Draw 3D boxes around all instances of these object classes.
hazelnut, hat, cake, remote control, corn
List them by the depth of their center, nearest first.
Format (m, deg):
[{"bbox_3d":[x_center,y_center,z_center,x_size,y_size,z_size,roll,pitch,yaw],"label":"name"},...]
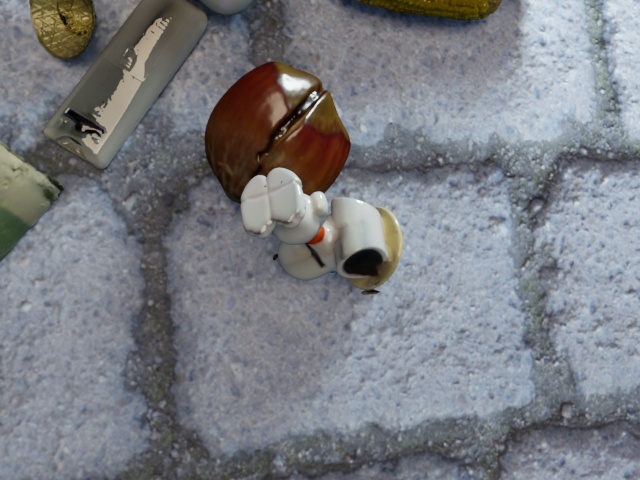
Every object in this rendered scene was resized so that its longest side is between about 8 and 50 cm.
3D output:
[{"bbox_3d":[-0.541,-0.115,0.624,0.284,0.172,0.158,36,77,-2],"label":"cake"},{"bbox_3d":[-0.066,-0.147,0.707,0.212,0.181,0.181,42,56,-13],"label":"hazelnut"},{"bbox_3d":[-0.384,-0.361,0.738,0.146,0.067,0.146,7,107,24],"label":"hat"},{"bbox_3d":[-0.307,-0.271,0.740,0.109,0.055,0.313,32,79,-5],"label":"remote control"},{"bbox_3d":[0.169,-0.461,0.819,0.322,0.119,0.119,6,82,-14],"label":"corn"}]

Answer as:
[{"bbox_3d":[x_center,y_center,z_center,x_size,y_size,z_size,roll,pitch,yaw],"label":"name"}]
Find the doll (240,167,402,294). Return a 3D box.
[{"bbox_3d":[0.016,-0.007,0.662,0.208,0.271,0.144,-10,68,2],"label":"doll"}]

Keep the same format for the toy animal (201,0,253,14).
[{"bbox_3d":[-0.176,-0.452,0.746,0.179,0.166,0.138,30,80,-17],"label":"toy animal"}]
